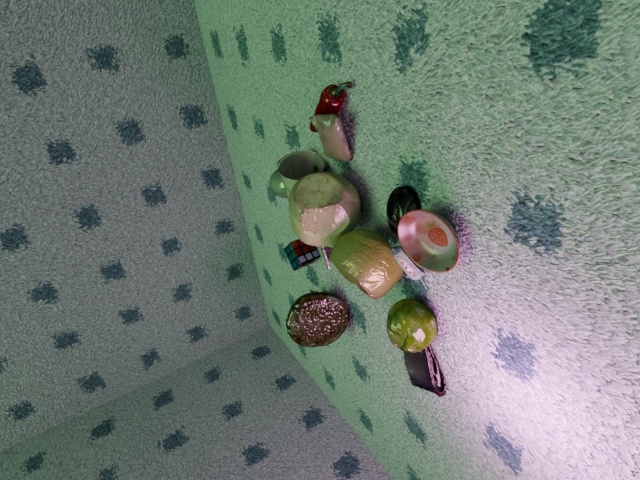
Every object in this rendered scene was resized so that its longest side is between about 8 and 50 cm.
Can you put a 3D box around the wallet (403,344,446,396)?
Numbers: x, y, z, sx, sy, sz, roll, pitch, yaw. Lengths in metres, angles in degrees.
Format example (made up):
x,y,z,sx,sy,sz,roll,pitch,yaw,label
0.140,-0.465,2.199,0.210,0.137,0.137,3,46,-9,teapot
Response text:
x,y,z,sx,sy,sz,roll,pitch,yaw,label
0.477,0.583,1.912,0.221,0.072,0.262,-15,93,71,wallet

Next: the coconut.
x,y,z,sx,sy,sz,roll,pitch,yaw,label
0.023,-0.135,1.931,0.346,0.346,0.360,56,174,26,coconut

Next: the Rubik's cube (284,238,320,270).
x,y,z,sx,sy,sz,roll,pitch,yaw,label
-0.118,0.080,2.614,0.160,0.163,0.162,64,152,10,Rubik's cube

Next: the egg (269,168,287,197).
x,y,z,sx,sy,sz,roll,pitch,yaw,label
-0.195,-0.339,2.394,0.264,0.183,0.182,16,124,56,egg

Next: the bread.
x,y,z,sx,sy,sz,roll,pitch,yaw,label
0.210,0.097,1.803,0.320,0.237,0.320,46,171,9,bread

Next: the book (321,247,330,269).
x,y,z,sx,sy,sz,roll,pitch,yaw,label
0.000,0.000,2.368,0.217,0.021,0.310,-114,8,-79,book

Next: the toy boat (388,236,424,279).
x,y,z,sx,sy,sz,roll,pitch,yaw,label
0.339,0.082,1.649,0.207,0.079,0.134,46,-162,-22,toy boat

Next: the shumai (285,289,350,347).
x,y,z,sx,sy,sz,roll,pitch,yaw,label
-0.020,0.448,2.572,0.348,0.396,0.394,-101,-2,-72,shumai

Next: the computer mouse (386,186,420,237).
x,y,z,sx,sy,sz,roll,pitch,yaw,label
0.326,-0.096,1.608,0.137,0.097,0.233,6,114,63,computer mouse

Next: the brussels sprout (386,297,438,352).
x,y,z,sx,sy,sz,roll,pitch,yaw,label
0.390,0.369,1.745,0.244,0.244,0.244,46,148,41,brussels sprout

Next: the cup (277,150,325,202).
x,y,z,sx,sy,sz,roll,pitch,yaw,label
-0.090,-0.299,2.156,0.253,0.253,0.273,48,155,38,cup

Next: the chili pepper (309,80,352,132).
x,y,z,sx,sy,sz,roll,pitch,yaw,label
0.029,-0.588,1.809,0.110,0.110,0.387,64,155,9,chili pepper

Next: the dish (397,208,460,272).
x,y,z,sx,sy,sz,roll,pitch,yaw,label
0.411,-0.013,1.483,0.260,0.085,0.260,35,143,32,dish

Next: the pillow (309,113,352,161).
x,y,z,sx,sy,sz,roll,pitch,yaw,label
0.050,-0.459,1.819,0.173,0.067,0.270,23,157,35,pillow
